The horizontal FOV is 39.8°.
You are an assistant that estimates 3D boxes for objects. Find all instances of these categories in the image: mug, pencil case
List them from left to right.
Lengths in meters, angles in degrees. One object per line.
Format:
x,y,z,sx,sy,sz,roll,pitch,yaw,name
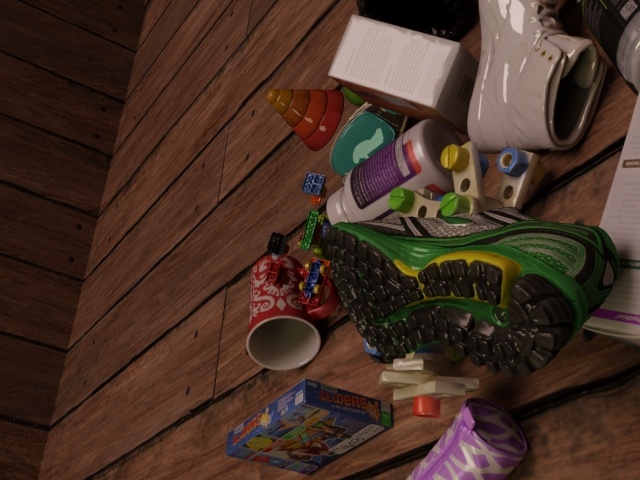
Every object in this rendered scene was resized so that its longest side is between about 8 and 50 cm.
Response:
-0.045,0.106,1.405,0.169,0.150,0.113,-100,3,-54,mug
0.129,0.258,0.940,0.206,0.088,0.086,-56,27,23,pencil case

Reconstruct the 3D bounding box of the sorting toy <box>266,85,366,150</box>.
0.025,-0.299,1.517,0.365,0.126,0.127,-41,37,45,sorting toy

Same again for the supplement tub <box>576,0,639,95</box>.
0.331,-0.233,0.889,0.117,0.117,0.190,-51,31,32,supplement tub

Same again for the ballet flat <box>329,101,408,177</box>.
0.106,-0.197,1.354,0.248,0.086,0.086,-50,31,29,ballet flat

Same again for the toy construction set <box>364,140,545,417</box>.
0.143,0.055,1.017,0.215,0.151,0.327,-17,49,51,toy construction set

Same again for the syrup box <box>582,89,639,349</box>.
0.315,-0.018,0.782,0.096,0.093,0.236,9,79,63,syrup box

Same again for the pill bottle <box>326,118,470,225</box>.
0.101,-0.072,1.192,0.193,0.108,0.108,-32,43,38,pill bottle

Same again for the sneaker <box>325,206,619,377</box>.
0.129,0.035,0.845,0.343,0.146,0.134,11,123,54,sneaker

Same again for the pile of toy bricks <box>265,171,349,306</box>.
0.000,0.000,1.362,0.118,0.105,0.212,12,77,24,pile of toy bricks

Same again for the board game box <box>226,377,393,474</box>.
-0.018,0.252,1.170,0.201,0.136,0.035,-41,38,42,board game box

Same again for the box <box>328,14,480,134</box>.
0.122,-0.222,1.191,0.170,0.130,0.091,23,93,31,box

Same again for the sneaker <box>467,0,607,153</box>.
0.266,-0.244,1.022,0.169,0.108,0.292,14,100,62,sneaker

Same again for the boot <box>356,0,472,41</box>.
0.060,-0.431,1.341,0.131,0.348,0.260,88,-171,-60,boot
